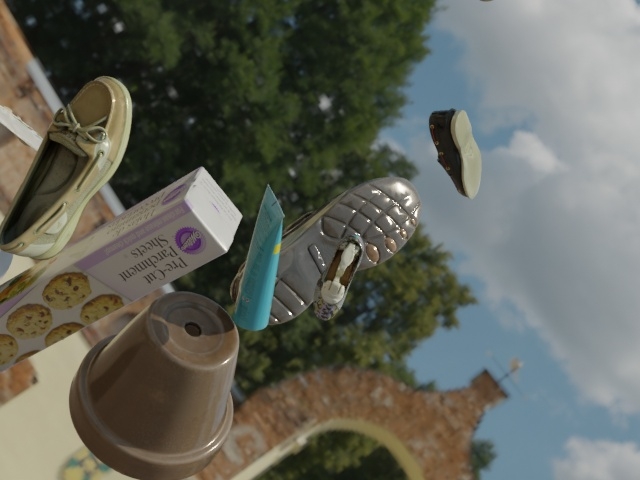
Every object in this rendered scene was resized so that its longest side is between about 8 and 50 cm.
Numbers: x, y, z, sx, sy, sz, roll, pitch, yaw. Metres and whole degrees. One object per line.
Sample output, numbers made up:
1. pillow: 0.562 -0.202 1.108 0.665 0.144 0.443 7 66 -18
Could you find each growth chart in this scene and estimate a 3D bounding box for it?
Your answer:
1. growth chart: -0.473 -0.172 1.724 0.237 0.021 0.172 40 3 -21

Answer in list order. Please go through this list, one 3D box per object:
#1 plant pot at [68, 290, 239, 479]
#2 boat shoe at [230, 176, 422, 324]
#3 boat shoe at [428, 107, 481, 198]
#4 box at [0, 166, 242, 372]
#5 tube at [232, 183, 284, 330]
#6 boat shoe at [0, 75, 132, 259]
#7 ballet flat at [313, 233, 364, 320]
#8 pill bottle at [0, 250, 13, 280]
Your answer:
1. plant pot: -0.232 0.206 1.694 0.263 0.263 0.229 50 -47 19
2. boat shoe: 0.000 0.000 1.723 0.130 0.355 0.132 11 -53 59
3. boat shoe: 0.165 -0.106 1.333 0.042 0.049 0.133 8 -40 32
4. box: -0.221 0.037 1.040 0.067 0.324 0.063 52 28 -21
5. tube: -0.082 0.030 1.532 0.080 0.052 0.207 -124 -142 -47
6. boat shoe: -0.195 -0.056 0.829 0.056 0.153 0.048 33 4 19
7. ballet flat: 0.021 0.044 1.348 0.041 0.114 0.041 23 -3 1
8. pill bottle: -0.452 -0.016 1.200 0.208 0.119 0.119 39 -19 7
